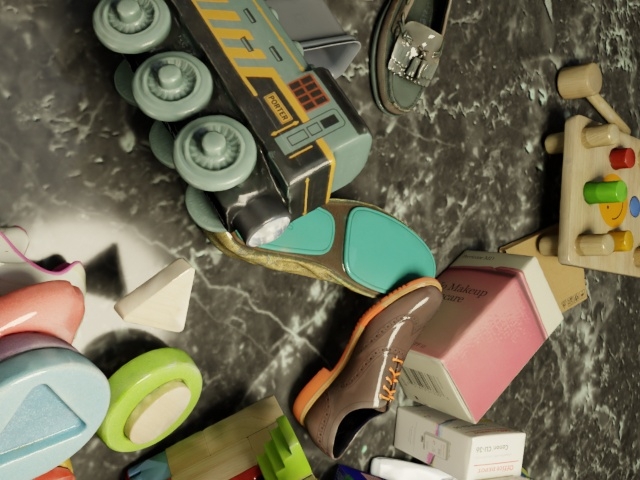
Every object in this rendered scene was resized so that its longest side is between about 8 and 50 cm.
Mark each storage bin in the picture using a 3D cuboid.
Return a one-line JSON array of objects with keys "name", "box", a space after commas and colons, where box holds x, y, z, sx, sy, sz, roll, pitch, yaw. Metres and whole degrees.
[{"name": "storage bin", "box": [-0.035, -0.248, 0.806, 0.135, 0.098, 0.091, -19, 76, -30]}]

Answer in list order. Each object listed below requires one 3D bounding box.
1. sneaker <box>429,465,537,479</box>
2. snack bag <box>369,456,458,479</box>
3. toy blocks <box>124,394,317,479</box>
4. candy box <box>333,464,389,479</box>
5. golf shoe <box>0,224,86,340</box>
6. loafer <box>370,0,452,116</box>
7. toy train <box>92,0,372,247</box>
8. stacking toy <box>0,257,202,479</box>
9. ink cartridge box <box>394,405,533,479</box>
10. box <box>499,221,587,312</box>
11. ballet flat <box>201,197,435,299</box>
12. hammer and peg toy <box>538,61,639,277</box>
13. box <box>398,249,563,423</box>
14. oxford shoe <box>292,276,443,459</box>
[{"name": "sneaker", "box": [0.287, 0.399, 1.041, 0.240, 0.126, 0.091, 14, 86, -34]}, {"name": "snack bag", "box": [0.203, 0.503, 0.963, 0.342, 0.037, 0.323, 15, 84, -6]}, {"name": "toy blocks", "box": [-0.109, 0.335, 0.666, 0.260, 0.381, 0.191, -25, 120, -10]}, {"name": "candy box", "box": [0.049, 0.482, 0.796, 0.122, 0.268, 0.318, 21, 82, -11]}, {"name": "golf shoe", "box": [-0.364, 0.030, 0.602, 0.306, 0.115, 0.140, 32, 68, -39]}, {"name": "loafer", "box": [0.140, -0.311, 0.911, 0.096, 0.084, 0.268, 14, 86, -34]}, {"name": "toy train", "box": [-0.095, -0.155, 0.665, 0.190, 0.142, 0.334, -28, 71, -15]}, {"name": "stacking toy", "box": [-0.209, 0.184, 0.620, 0.279, 0.130, 0.309, -24, 138, -36]}, {"name": "ink cartridge box", "box": [0.216, 0.299, 0.942, 0.115, 0.198, 0.067, 7, 90, -34]}, {"name": "box", "box": [0.404, 0.062, 1.155, 0.201, 0.021, 0.165, -20, 105, -30]}, {"name": "ballet flat", "box": [0.000, 0.000, 0.828, 0.348, 0.123, 0.123, 16, 85, -37]}, {"name": "hammer and peg toy", "box": [0.517, -0.123, 1.135, 0.265, 0.127, 0.362, 10, 83, -35]}, {"name": "box", "box": [0.224, 0.134, 0.965, 0.232, 0.148, 0.127, -41, 113, -25]}, {"name": "oxford shoe", "box": [0.080, 0.168, 0.843, 0.096, 0.098, 0.271, 25, 107, -44]}]
